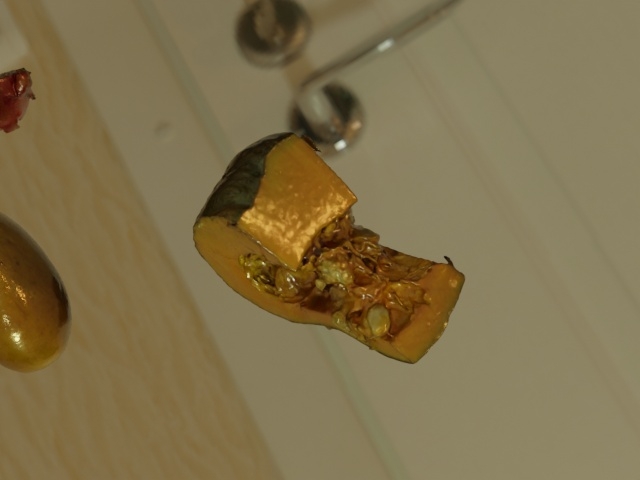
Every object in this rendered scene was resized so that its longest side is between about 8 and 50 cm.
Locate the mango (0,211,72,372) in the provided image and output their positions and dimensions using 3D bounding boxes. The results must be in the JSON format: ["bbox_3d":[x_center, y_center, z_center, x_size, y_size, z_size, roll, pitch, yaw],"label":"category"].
[{"bbox_3d":[-0.299,0.040,1.347,0.090,0.178,0.115,-31,-179,15],"label":"mango"}]

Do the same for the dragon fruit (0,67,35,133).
[{"bbox_3d":[-0.373,-0.154,1.634,0.112,0.068,0.126,-26,-166,-32],"label":"dragon fruit"}]

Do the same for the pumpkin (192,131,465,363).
[{"bbox_3d":[0.001,-0.001,1.527,0.139,0.280,0.190,-52,138,-27],"label":"pumpkin"}]
